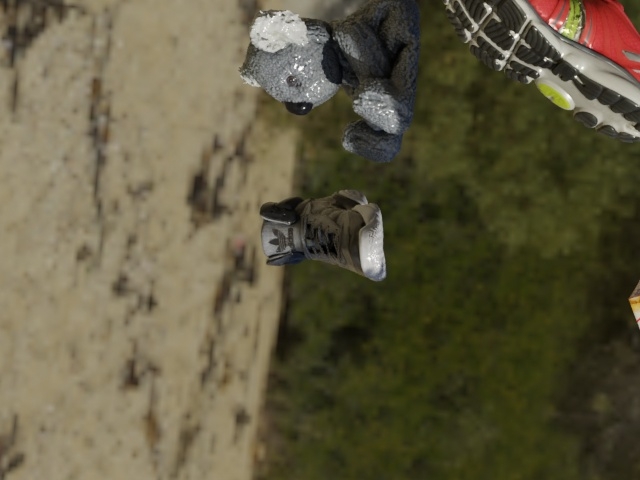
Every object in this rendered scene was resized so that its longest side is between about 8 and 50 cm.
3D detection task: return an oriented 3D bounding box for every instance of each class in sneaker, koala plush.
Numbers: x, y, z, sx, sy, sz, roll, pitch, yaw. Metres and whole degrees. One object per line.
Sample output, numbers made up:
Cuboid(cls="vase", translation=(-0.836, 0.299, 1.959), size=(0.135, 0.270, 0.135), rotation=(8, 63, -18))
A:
Cuboid(cls="sneaker", translation=(0.000, 0.000, 2.338), size=(0.268, 0.153, 0.101), rotation=(-120, -156, -76))
Cuboid(cls="sneaker", translation=(0.240, -0.211, 1.759), size=(0.118, 0.279, 0.107), rotation=(-58, -169, -28))
Cuboid(cls="koala plush", translation=(0.008, -0.225, 2.227), size=(0.196, 0.221, 0.203), rotation=(105, -8, -75))

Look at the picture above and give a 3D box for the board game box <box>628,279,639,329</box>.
Cuboid(cls="board game box", translation=(0.349, 0.112, 1.635), size=(0.193, 0.045, 0.147), rotation=(67, 25, -10))
